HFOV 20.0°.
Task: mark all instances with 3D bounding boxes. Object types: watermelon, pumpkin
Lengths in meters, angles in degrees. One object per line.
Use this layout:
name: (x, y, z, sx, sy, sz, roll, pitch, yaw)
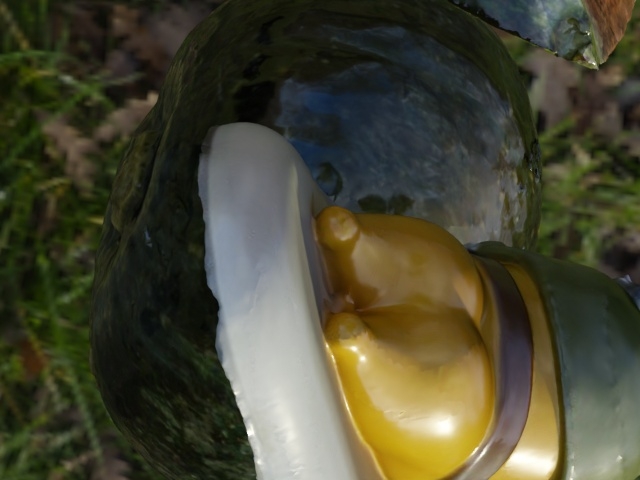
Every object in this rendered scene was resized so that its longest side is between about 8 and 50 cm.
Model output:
watermelon: (0.057, -0.102, 0.482, 0.069, 0.087, 0.163, -63, 176, 20)
pumpkin: (0.000, 0.000, 1.465, 0.344, 0.454, 0.454, 21, 81, -10)

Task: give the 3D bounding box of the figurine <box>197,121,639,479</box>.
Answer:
figurine: (0.054, 0.043, 0.653, 0.250, 0.141, 0.166, 63, 20, -62)
